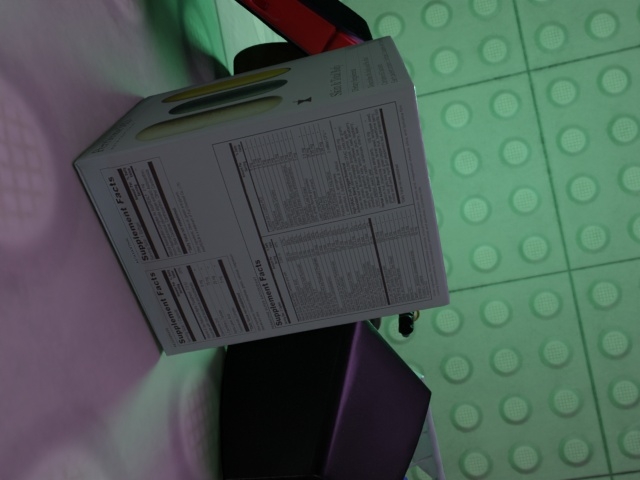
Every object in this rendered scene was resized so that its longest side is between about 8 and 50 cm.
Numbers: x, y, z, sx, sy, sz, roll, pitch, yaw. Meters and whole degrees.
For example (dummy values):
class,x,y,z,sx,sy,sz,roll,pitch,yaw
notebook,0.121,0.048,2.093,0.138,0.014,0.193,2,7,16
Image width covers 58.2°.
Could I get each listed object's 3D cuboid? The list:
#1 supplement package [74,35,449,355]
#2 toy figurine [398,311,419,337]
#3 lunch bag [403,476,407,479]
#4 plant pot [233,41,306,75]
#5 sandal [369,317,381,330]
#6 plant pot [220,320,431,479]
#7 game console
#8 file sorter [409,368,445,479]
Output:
class,x,y,z,sx,sy,sz,roll,pitch,yaw
supplement package,-0.036,-0.048,0.544,0.199,0.262,0.198,-87,163,-61
toy figurine,0.132,0.196,1.497,0.209,0.213,0.148,43,13,3
lunch bag,0.083,0.564,1.157,0.293,0.138,0.221,52,26,-45
plant pot,-0.049,-0.173,0.957,0.215,0.215,0.231,34,60,-79
sandal,0.081,0.104,1.157,0.303,0.086,0.120,-135,-138,-80
plant pot,-0.005,0.211,0.644,0.187,0.188,0.167,50,39,-33
game console,-0.076,-0.352,0.785,0.342,0.060,0.386,30,23,-12
file sorter,0.162,0.462,1.418,0.193,0.173,0.278,-169,-115,-68
